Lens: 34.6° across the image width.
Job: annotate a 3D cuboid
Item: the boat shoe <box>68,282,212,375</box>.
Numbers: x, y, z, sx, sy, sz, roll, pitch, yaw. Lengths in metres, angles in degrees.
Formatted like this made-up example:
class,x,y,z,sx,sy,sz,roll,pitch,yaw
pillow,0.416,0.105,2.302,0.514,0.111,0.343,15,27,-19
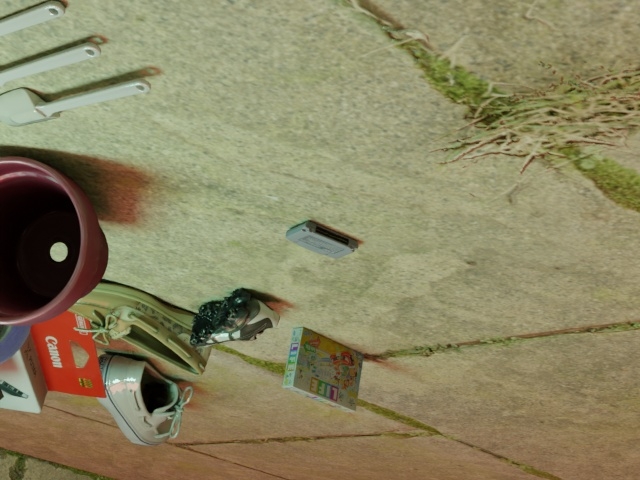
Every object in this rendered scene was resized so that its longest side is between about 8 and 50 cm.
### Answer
class,x,y,z,sx,sy,sz,roll,pitch,yaw
boat shoe,-0.301,0.143,1.703,0.285,0.089,0.105,23,156,-28

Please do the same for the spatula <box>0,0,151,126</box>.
class,x,y,z,sx,sy,sz,roll,pitch,yaw
spatula,-0.293,-0.171,1.028,0.242,0.019,0.168,-7,147,35

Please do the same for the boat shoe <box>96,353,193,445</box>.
class,x,y,z,sx,sy,sz,roll,pitch,yaw
boat shoe,-0.345,0.343,2.189,0.157,0.135,0.367,1,147,14

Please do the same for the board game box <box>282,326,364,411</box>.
class,x,y,z,sx,sy,sz,roll,pitch,yaw
board game box,0.007,0.221,1.743,0.026,0.103,0.154,-12,150,44

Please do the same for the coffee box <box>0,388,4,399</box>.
class,x,y,z,sx,sy,sz,roll,pitch,yaw
coffee box,-0.697,0.189,1.745,0.297,0.119,0.168,27,144,28

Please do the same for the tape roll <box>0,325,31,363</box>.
class,x,y,z,sx,sy,sz,roll,pitch,yaw
tape roll,-0.554,0.115,1.613,0.189,0.188,0.080,22,156,-27

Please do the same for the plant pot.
class,x,y,z,sx,sy,sz,roll,pitch,yaw
plant pot,-0.355,0.010,1.288,0.201,0.201,0.180,6,174,9

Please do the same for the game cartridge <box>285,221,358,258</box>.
class,x,y,z,sx,sy,sz,roll,pitch,yaw
game cartridge,0.000,0.000,1.319,0.083,0.017,0.056,23,151,-29

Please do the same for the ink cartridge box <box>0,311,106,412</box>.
class,x,y,z,sx,sy,sz,roll,pitch,yaw
ink cartridge box,-0.523,0.214,1.841,0.239,0.060,0.275,7,138,5

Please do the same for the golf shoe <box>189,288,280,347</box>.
class,x,y,z,sx,sy,sz,roll,pitch,yaw
golf shoe,-0.141,0.138,1.642,0.094,0.077,0.198,22,157,-28
